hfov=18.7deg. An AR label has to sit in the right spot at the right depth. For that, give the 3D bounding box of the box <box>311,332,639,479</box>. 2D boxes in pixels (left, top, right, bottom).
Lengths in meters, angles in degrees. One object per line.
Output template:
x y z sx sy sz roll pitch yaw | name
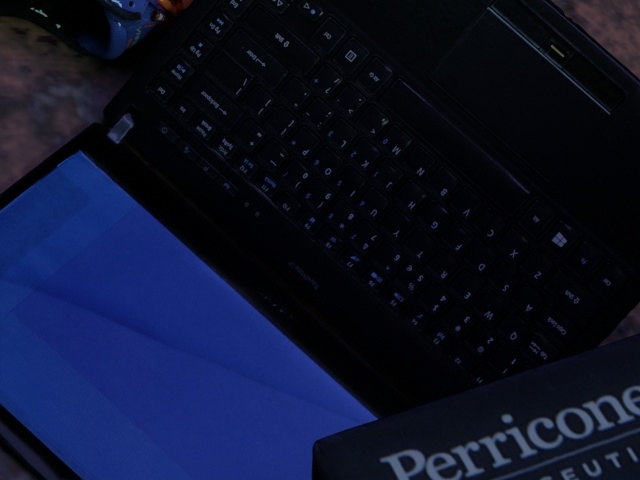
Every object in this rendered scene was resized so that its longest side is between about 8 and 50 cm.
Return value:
0.202 0.220 0.580 0.293 0.212 0.395 -18 50 -14 | box

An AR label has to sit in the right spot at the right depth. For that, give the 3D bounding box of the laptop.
0.000 0.000 0.789 0.234 0.264 0.136 42 11 4 | laptop

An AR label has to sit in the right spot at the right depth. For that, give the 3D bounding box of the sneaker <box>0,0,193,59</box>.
-0.083 -0.120 0.885 0.221 0.083 0.087 2 70 -22 | sneaker
